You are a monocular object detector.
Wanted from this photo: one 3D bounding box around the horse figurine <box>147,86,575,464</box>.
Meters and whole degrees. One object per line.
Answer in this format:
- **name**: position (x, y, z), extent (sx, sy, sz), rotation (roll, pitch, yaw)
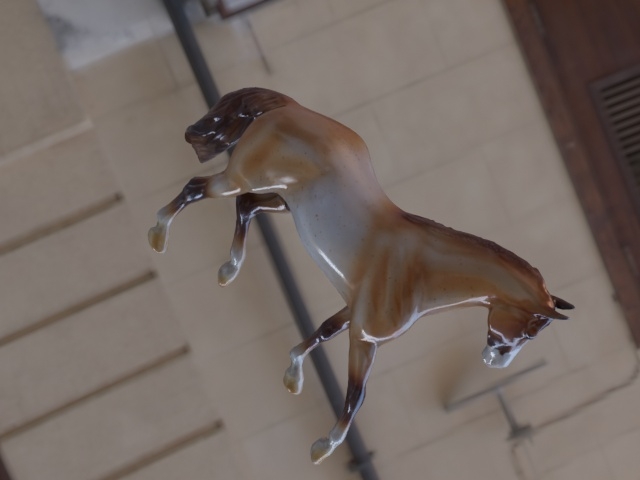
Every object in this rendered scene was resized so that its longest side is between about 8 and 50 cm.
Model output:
- **horse figurine**: position (0.000, 0.000, 0.813), extent (0.066, 0.263, 0.174), rotation (-9, 146, -54)
